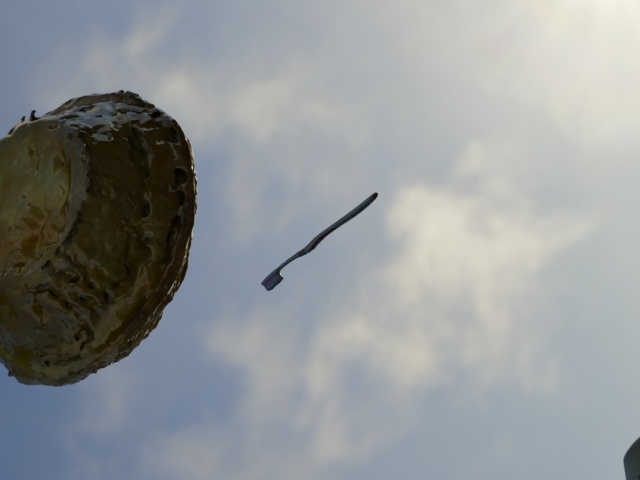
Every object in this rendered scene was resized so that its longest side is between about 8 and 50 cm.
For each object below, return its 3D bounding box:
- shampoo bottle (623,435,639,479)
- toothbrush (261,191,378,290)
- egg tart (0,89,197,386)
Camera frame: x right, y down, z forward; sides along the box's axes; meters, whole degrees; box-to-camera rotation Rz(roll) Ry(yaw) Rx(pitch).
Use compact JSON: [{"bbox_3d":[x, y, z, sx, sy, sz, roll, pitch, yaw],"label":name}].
[{"bbox_3d":[0.399,0.367,1.590,0.078,0.134,0.359,12,-132,-26],"label":"shampoo bottle"},{"bbox_3d":[0.000,0.000,1.988,0.019,0.193,0.013,52,-175,25],"label":"toothbrush"},{"bbox_3d":[-0.150,-0.009,0.874,0.074,0.191,0.191,31,-128,-48],"label":"egg tart"}]
